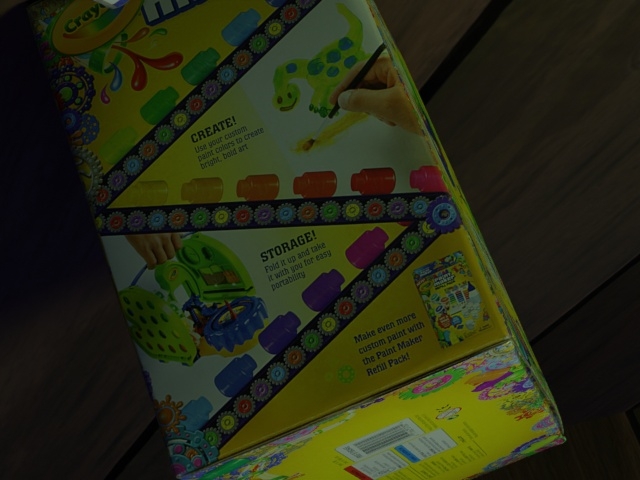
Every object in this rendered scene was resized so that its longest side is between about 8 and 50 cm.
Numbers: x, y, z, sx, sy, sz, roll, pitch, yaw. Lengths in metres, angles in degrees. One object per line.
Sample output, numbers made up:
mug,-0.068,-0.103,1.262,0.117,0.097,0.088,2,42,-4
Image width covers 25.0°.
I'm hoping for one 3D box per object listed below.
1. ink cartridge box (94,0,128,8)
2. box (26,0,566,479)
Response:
ink cartridge box,-0.073,-0.229,0.521,0.304,0.072,0.307,-31,159,23
box,0.000,0.000,0.846,0.177,0.279,0.290,-23,158,7
